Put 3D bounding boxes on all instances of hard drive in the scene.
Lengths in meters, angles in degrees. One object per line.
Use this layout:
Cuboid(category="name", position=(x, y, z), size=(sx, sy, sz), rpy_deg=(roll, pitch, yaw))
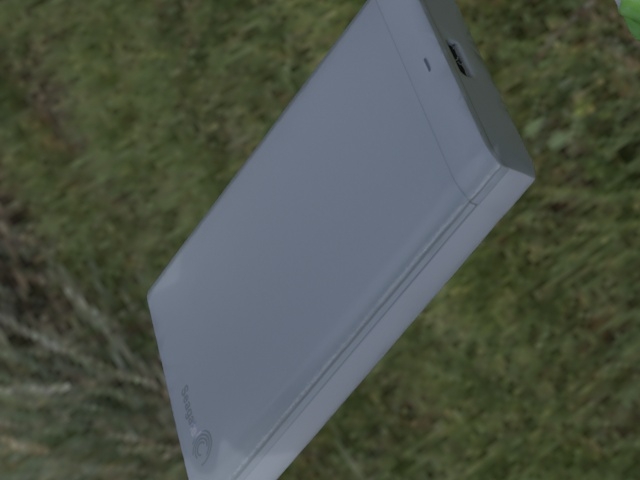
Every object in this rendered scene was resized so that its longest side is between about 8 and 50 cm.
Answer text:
Cuboid(category="hard drive", position=(0.000, 0.000, 1.139), size=(0.307, 0.040, 0.203), rpy_deg=(-51, 37, 28))

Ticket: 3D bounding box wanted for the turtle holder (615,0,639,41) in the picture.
Cuboid(category="turtle holder", position=(0.265, -0.178, 0.935), size=(0.320, 0.243, 0.227), rpy_deg=(11, 86, 34))
